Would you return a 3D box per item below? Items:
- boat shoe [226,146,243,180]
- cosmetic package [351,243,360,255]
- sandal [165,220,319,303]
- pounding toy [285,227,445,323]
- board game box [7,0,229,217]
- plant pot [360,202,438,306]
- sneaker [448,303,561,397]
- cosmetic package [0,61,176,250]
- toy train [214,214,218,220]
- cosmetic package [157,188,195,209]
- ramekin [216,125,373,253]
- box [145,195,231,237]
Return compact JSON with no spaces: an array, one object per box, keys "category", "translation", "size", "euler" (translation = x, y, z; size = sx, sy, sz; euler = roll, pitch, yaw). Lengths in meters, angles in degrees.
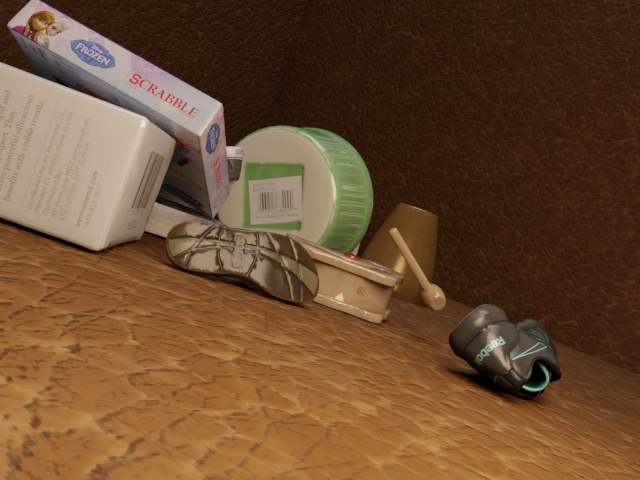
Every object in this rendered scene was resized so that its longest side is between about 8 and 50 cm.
[{"category":"boat shoe","translation":[-0.251,-0.145,1.171],"size":[0.228,0.076,0.080],"euler":[3,6,19]},{"category":"cosmetic package","translation":[0.000,0.000,1.756],"size":[0.224,0.138,0.224],"euler":[16,1,2]},{"category":"sandal","translation":[-0.104,0.031,0.815],"size":[0.219,0.090,0.060],"euler":[12,-17,-23]},{"category":"pounding toy","translation":[0.070,0.039,0.998],"size":[0.269,0.155,0.154],"euler":[20,6,-4]},{"category":"board game box","translation":[-0.300,-0.192,0.980],"size":[0.318,0.066,0.318],"euler":[30,-20,3]},{"category":"plant pot","translation":[0.239,0.031,1.736],"size":[0.237,0.254,0.237],"euler":[21,2,-1]},{"category":"sneaker","translation":[0.260,0.162,0.792],"size":[0.267,0.101,0.106],"euler":[20,23,-50]},{"category":"cosmetic package","translation":[-0.429,-0.141,0.731],"size":[0.453,0.161,0.230],"euler":[21,1,-5]},{"category":"toy train","translation":[-0.273,-0.065,1.474],"size":[0.248,0.105,0.143],"euler":[21,-9,23]},{"category":"cosmetic package","translation":[-0.349,-0.116,1.295],"size":[0.099,0.060,0.239],"euler":[41,0,42]},{"category":"ramekin","translation":[-0.061,-0.083,1.202],"size":[0.303,0.303,0.148],"euler":[21,9,22]},{"category":"box","translation":[-0.284,-0.042,1.127],"size":[0.183,0.056,0.231],"euler":[19,2,-25]}]
